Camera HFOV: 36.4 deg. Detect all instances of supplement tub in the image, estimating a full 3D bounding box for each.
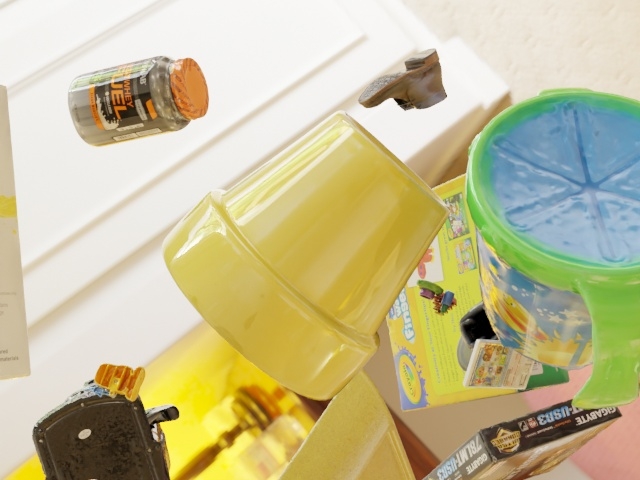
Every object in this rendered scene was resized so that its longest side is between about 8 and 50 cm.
[{"bbox_3d":[-0.272,-0.212,1.465,0.190,0.117,0.117,-10,123,18],"label":"supplement tub"}]

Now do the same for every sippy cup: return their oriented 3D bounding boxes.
[{"bbox_3d":[0.256,0.008,0.980,0.240,0.305,0.224,27,147,22],"label":"sippy cup"}]

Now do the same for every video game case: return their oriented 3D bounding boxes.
[{"bbox_3d":[0.304,0.209,1.633,0.011,0.122,0.087,-131,51,-59],"label":"video game case"}]

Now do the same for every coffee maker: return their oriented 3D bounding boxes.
[{"bbox_3d":[-0.196,0.217,0.890,0.178,0.120,0.171,148,127,-80],"label":"coffee maker"}]

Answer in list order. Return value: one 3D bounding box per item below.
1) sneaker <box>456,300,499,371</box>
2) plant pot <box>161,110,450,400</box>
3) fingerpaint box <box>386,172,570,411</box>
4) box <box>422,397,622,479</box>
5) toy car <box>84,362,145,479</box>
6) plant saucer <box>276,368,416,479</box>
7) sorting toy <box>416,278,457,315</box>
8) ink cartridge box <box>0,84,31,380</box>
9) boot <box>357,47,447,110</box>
[{"bbox_3d":[0.291,0.157,1.717,0.111,0.121,0.300,64,156,24],"label":"sneaker"},{"bbox_3d":[0.000,0.000,1.045,0.254,0.239,0.254,41,-170,-9],"label":"plant pot"},{"bbox_3d":[0.302,0.115,2.061,0.371,0.163,0.445,-25,71,54],"label":"fingerpaint box"},{"bbox_3d":[0.372,0.397,1.832,0.073,0.293,0.295,65,152,24],"label":"box"},{"bbox_3d":[-0.143,0.139,0.641,0.040,0.122,0.060,13,172,12],"label":"toy car"},{"bbox_3d":[0.048,0.418,1.460,0.081,0.333,0.333,11,138,34],"label":"plant saucer"},{"bbox_3d":[0.206,0.107,1.729,0.061,0.042,0.102,10,163,47],"label":"sorting toy"},{"bbox_3d":[-0.537,-0.002,1.219,0.279,0.160,0.385,-9,83,20],"label":"ink cartridge box"},{"bbox_3d":[0.172,-0.288,1.922,0.082,0.219,0.106,7,127,54],"label":"boot"}]
